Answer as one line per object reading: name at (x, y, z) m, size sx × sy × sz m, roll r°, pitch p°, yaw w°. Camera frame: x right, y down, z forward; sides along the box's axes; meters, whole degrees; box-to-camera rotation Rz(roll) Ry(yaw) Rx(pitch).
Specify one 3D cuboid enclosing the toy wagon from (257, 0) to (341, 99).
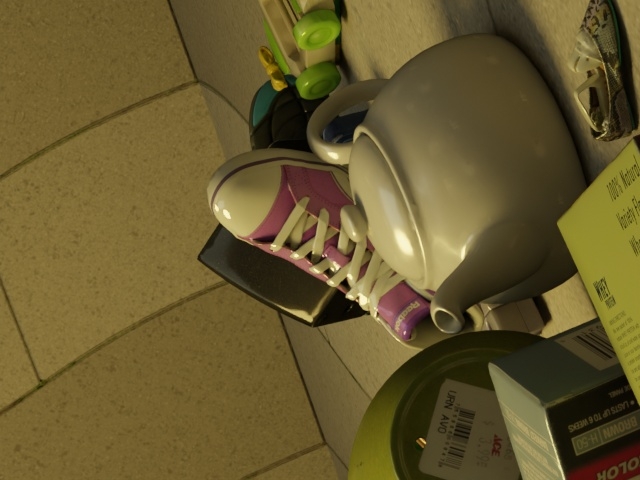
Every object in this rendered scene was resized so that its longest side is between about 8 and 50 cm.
toy wagon at (-0.045, -0.306, 2.178) m, size 0.344 × 0.068 × 0.267 m, roll 87°, pitch 160°, yaw -65°

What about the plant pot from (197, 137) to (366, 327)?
plant pot at (0.000, 0.000, 2.135) m, size 0.167 × 0.187 × 0.188 m, roll 44°, pitch -155°, yaw 20°

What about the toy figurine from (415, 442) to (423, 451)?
toy figurine at (0.131, 0.217, 1.953) m, size 0.159 × 0.173 × 0.130 m, roll 2°, pitch 73°, yaw 70°

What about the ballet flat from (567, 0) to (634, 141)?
ballet flat at (0.199, -0.120, 1.270) m, size 0.041 × 0.041 × 0.114 m, roll -127°, pitch 19°, yaw -60°

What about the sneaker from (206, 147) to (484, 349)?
sneaker at (0.034, 0.014, 1.609) m, size 0.102 × 0.282 × 0.161 m, roll -59°, pitch 28°, yaw 22°

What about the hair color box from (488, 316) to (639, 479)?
hair color box at (0.265, 0.230, 1.216) m, size 0.113 × 0.185 × 0.374 m, roll -141°, pitch 31°, yaw -70°

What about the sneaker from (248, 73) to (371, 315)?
sneaker at (-0.006, -0.053, 2.341) m, size 0.139 × 0.125 × 0.341 m, roll 95°, pitch 155°, yaw -80°

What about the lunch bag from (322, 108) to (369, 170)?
lunch bag at (0.050, -0.103, 1.981) m, size 0.065 × 0.098 × 0.067 m, roll -129°, pitch 25°, yaw -54°

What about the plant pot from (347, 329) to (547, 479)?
plant pot at (0.137, 0.182, 1.395) m, size 0.293 × 0.275 × 0.275 m, roll 58°, pitch -172°, yaw -72°

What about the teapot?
teapot at (0.104, -0.049, 1.522) m, size 0.256 × 0.187 × 0.252 m, roll 130°, pitch 119°, yaw -80°

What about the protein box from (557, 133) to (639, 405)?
protein box at (0.254, 0.033, 0.999) m, size 0.200 × 0.136 × 0.201 m, roll 108°, pitch 139°, yaw -77°

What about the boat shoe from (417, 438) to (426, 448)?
boat shoe at (0.186, 0.264, 1.809) m, size 0.324 × 0.120 × 0.122 m, roll 55°, pitch 171°, yaw -4°

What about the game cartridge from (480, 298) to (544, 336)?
game cartridge at (0.144, 0.031, 1.878) m, size 0.355 × 0.068 × 0.230 m, roll 107°, pitch 144°, yaw -76°
